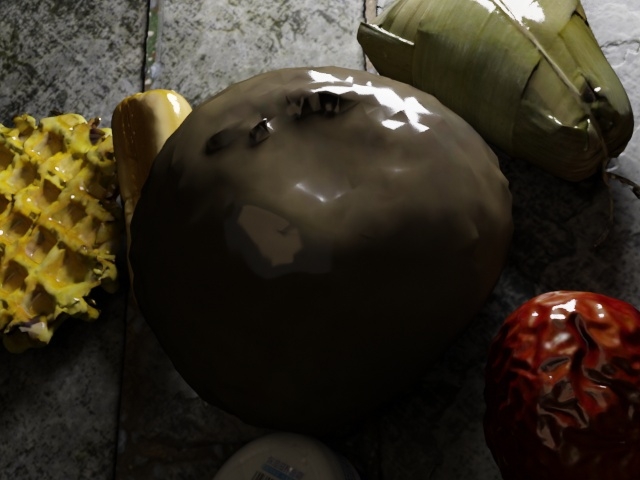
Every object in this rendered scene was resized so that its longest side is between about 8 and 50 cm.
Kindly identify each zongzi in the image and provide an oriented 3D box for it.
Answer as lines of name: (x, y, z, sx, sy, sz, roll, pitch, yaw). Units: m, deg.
zongzi: (0.319, -0.256, 1.404, 0.447, 0.181, 0.418, 36, 84, 26)

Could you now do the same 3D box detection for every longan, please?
longan: (-0.009, -0.003, 1.303, 0.436, 0.404, 0.404, -45, 62, 4)

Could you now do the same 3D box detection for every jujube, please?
jujube: (0.272, 0.176, 1.231, 0.212, 0.213, 0.232, 0, 75, 20)

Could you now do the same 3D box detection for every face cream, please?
face cream: (-0.043, 0.326, 1.307, 0.205, 0.111, 0.206, -22, 46, 25)

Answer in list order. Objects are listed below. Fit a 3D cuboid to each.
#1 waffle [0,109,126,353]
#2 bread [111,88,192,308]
waffle: (-0.442, -0.015, 1.637, 0.379, 0.095, 0.382, -8, 64, 17)
bread: (-0.207, -0.054, 1.538, 0.142, 0.091, 0.305, -17, 75, 35)
